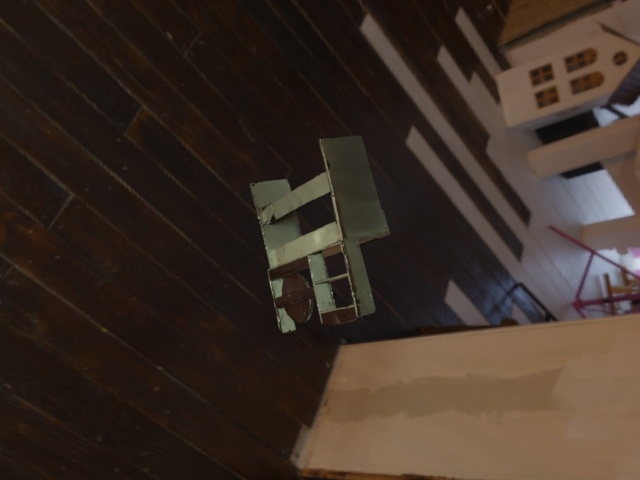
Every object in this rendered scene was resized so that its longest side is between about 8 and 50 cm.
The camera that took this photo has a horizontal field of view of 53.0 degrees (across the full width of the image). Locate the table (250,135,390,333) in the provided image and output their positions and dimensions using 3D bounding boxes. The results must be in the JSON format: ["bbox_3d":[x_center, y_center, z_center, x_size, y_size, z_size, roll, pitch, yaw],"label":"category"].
[{"bbox_3d":[0.000,0.000,0.664,0.062,0.146,0.175,-10,83,-35],"label":"table"}]
